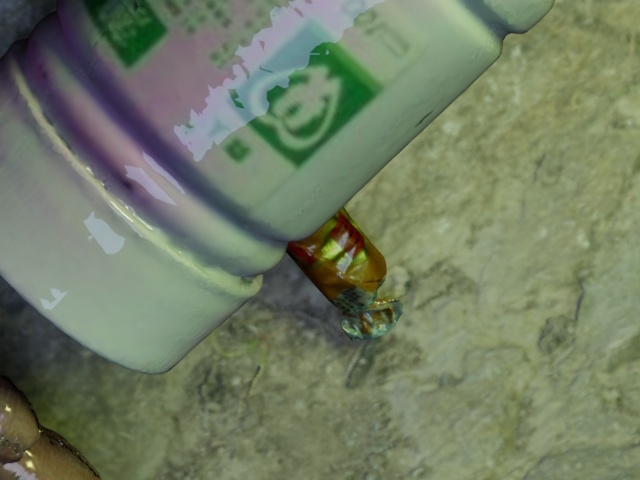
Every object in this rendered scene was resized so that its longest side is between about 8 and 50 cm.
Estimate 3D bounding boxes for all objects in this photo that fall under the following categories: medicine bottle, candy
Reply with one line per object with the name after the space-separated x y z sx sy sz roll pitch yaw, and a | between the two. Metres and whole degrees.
-0.047 -0.103 1.065 0.325 0.212 0.212 -43 113 14 | medicine bottle
0.000 0.000 1.210 0.053 0.046 0.182 -33 117 9 | candy

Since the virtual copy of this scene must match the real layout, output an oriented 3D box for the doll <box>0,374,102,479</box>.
-0.232 0.069 1.166 0.303 0.201 0.156 43 66 -29 | doll
